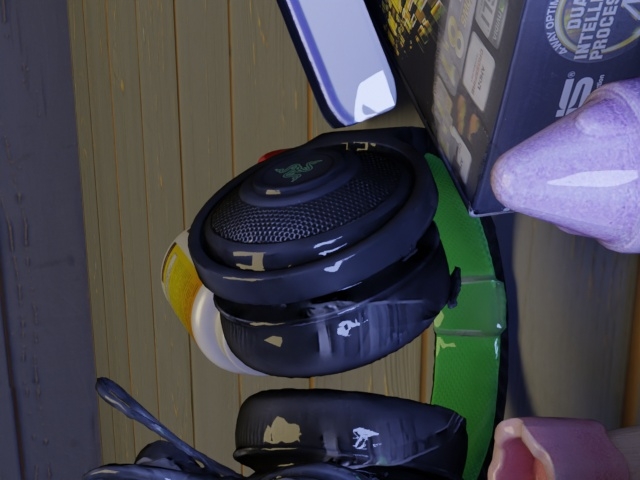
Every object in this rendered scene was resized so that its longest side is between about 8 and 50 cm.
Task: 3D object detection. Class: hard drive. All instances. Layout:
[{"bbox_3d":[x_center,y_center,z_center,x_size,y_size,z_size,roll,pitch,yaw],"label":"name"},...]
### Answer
[{"bbox_3d":[-0.013,-0.178,0.888,0.319,0.040,0.210,-100,-12,-85],"label":"hard drive"}]

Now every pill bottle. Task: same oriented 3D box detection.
[{"bbox_3d":[-0.082,0.059,1.318,0.215,0.117,0.117,-139,44,-66],"label":"pill bottle"}]

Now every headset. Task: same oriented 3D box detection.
[{"bbox_3d":[0.030,0.068,0.674,0.185,0.394,0.243,-2,98,30],"label":"headset"}]

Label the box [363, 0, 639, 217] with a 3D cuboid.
[{"bbox_3d":[0.091,-0.260,0.643,0.395,0.097,0.318,98,156,-44],"label":"box"}]

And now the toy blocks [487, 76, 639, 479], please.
[{"bbox_3d":[0.126,0.134,0.417,0.288,0.260,0.309,104,153,-49],"label":"toy blocks"}]

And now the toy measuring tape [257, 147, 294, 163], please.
[{"bbox_3d":[0.000,0.000,1.029,0.330,0.121,0.121,-139,44,-66],"label":"toy measuring tape"}]
